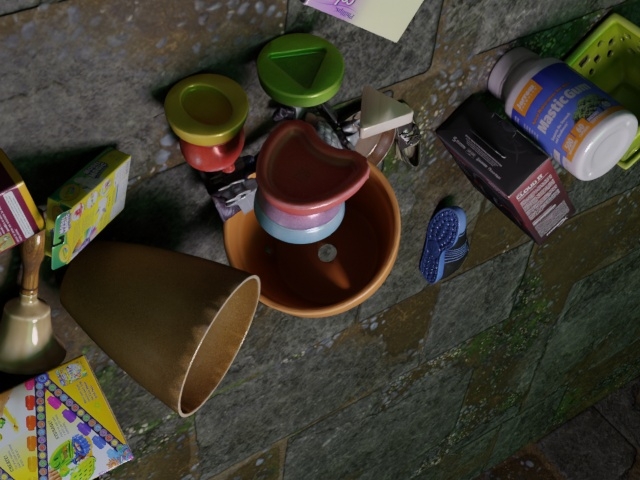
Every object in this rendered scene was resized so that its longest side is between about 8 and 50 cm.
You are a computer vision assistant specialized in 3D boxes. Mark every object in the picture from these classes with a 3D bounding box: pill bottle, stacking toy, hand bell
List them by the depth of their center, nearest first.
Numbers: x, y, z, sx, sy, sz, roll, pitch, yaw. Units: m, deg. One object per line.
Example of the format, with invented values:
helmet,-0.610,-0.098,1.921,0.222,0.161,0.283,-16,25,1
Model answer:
stacking toy,-0.042,-0.147,1.380,0.279,0.309,0.130,-39,156,-25
hand bell,-0.430,0.065,1.386,0.126,0.126,0.242,-10,124,-40
pill bottle,0.444,-0.248,1.759,0.152,0.272,0.152,-28,145,-22

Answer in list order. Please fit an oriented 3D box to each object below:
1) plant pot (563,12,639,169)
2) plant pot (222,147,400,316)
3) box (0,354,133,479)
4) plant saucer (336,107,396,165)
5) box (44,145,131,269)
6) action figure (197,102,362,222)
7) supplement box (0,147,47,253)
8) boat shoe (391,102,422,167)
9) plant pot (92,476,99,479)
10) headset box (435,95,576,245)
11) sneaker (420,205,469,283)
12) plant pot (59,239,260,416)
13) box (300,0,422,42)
plant pot,0.625,-0.294,1.950,0.227,0.228,0.207,-46,154,6
plant pot,0.000,0.000,1.603,0.291,0.291,0.203,-41,163,-2
box,-0.474,0.333,1.454,0.279,0.177,0.290,-24,174,-24
plant saucer,0.061,-0.173,1.670,0.168,0.029,0.168,-26,144,-22
box,-0.333,-0.045,1.315,0.179,0.043,0.105,-59,169,-52
action figure,-0.046,-0.128,1.486,0.285,0.185,0.099,-27,149,-5
supplement box,-0.474,-0.024,1.235,0.188,0.081,0.104,-31,146,-17
boat shoe,0.164,-0.194,1.734,0.056,0.049,0.152,-37,146,-8
plant pot,-0.514,0.514,1.726,0.230,0.215,0.215,-60,146,-1
headset box,0.366,-0.140,1.851,0.110,0.218,0.293,-45,148,3
sneaker,0.287,-0.001,2.062,0.090,0.081,0.232,-25,150,-29
plant pot,-0.258,0.107,1.430,0.237,0.254,0.237,-60,167,-23
box,0.075,-0.432,1.311,0.214,0.117,0.243,7,122,-50
